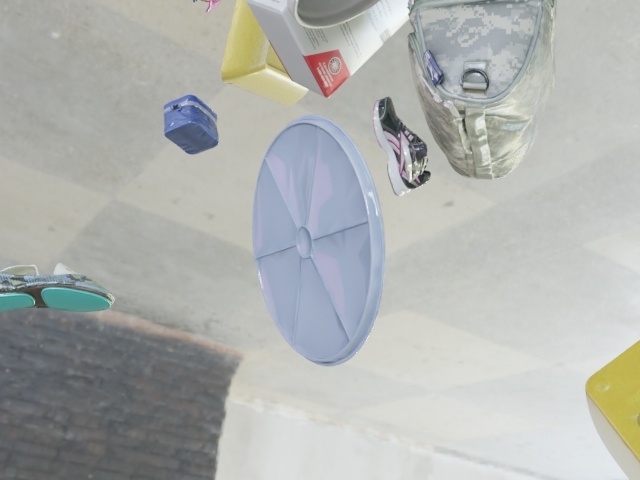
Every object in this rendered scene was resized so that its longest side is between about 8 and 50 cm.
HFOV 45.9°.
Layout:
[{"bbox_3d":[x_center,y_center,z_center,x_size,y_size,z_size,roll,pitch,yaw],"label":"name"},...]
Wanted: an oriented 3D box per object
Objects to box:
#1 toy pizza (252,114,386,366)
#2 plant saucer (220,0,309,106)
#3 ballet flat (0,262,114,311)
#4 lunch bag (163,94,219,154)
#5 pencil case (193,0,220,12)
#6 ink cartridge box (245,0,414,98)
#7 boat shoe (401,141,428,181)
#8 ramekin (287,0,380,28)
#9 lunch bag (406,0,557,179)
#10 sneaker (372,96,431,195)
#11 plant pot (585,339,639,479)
[{"bbox_3d":[0.000,0.000,0.611,0.032,0.201,0.201,-5,163,-30],"label":"toy pizza"},{"bbox_3d":[-0.078,-0.493,1.748,0.081,0.333,0.332,16,-174,26],"label":"plant saucer"},{"bbox_3d":[-0.370,0.059,1.010,0.188,0.070,0.070,1,156,-8],"label":"ballet flat"},{"bbox_3d":[-0.213,-0.193,1.233,0.067,0.065,0.098,-17,153,18],"label":"lunch bag"},{"bbox_3d":[-0.164,-0.345,0.798,0.209,0.095,0.098,48,143,7],"label":"pencil case"},{"bbox_3d":[0.036,-0.417,1.303,0.114,0.273,0.197,35,166,42],"label":"ink cartridge box"},{"bbox_3d":[0.151,-0.125,1.193,0.038,0.046,0.125,-13,165,6],"label":"boat shoe"},{"bbox_3d":[0.027,-0.411,1.080,0.207,0.109,0.207,-28,169,-6],"label":"ramekin"},{"bbox_3d":[0.242,-0.253,1.124,0.212,0.256,0.305,0,161,16],"label":"lunch bag"},{"bbox_3d":[0.152,-0.175,1.357,0.077,0.072,0.178,-14,104,23],"label":"sneaker"},{"bbox_3d":[0.380,0.181,0.717,0.212,0.212,0.187,-41,124,11],"label":"plant pot"}]
